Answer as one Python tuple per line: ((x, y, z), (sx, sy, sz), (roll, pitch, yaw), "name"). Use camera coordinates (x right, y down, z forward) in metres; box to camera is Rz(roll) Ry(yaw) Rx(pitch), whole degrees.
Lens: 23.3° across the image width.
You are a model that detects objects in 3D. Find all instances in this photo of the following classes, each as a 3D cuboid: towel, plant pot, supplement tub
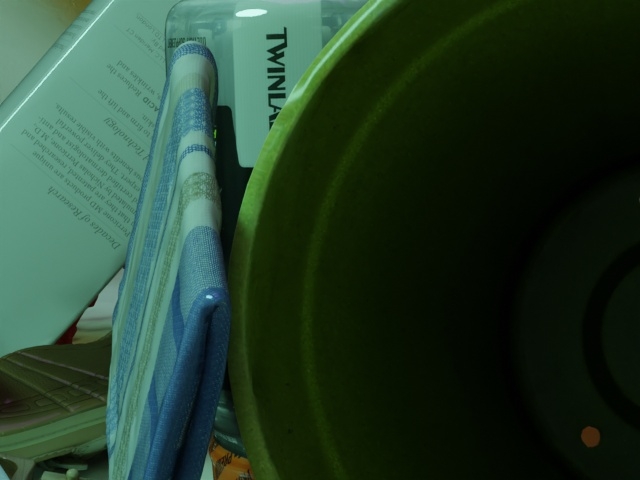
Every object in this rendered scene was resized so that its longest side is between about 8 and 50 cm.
((-0.076, 0.041, 0.787), (0.034, 0.209, 0.285), (9, 27, -12), "towel")
((0.183, 0.048, 0.813), (0.366, 0.367, 0.353), (1, -5, 17), "plant pot")
((0.000, 0.000, 1.070), (0.207, 0.338, 0.207), (-2, 7, 0), "supplement tub")

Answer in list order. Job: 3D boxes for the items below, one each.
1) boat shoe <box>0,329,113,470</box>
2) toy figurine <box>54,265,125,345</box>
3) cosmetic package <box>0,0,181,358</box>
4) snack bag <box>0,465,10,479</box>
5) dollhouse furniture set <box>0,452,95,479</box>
((-0.165, 0.128, 1.169), (0.104, 0.089, 0.285), (21, 22, 32), "boat shoe")
((-0.153, 0.069, 1.607), (0.217, 0.191, 0.362), (27, 0, -11), "toy figurine")
((-0.231, -0.039, 1.307), (0.156, 0.385, 0.217), (40, -2, -15), "cosmetic package")
((-0.273, 0.084, 0.722), (0.342, 0.037, 0.323), (28, 8, -44), "snack bag")
((-0.143, 0.112, 0.925), (0.151, 0.123, 0.144), (12, 6, -3), "dollhouse furniture set")
